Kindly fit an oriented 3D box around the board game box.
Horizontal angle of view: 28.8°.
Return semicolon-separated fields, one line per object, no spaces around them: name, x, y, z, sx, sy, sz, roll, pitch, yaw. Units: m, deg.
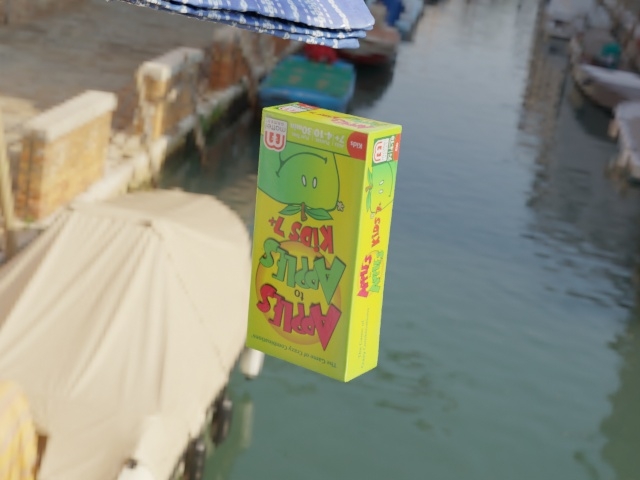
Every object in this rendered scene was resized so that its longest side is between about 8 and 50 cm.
board game box;0.000;0.000;0.895;0.092;0.181;0.043;16;20;32

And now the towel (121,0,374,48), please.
towel;-0.090;-0.287;1.052;0.040;0.243;0.336;-29;-15;31
